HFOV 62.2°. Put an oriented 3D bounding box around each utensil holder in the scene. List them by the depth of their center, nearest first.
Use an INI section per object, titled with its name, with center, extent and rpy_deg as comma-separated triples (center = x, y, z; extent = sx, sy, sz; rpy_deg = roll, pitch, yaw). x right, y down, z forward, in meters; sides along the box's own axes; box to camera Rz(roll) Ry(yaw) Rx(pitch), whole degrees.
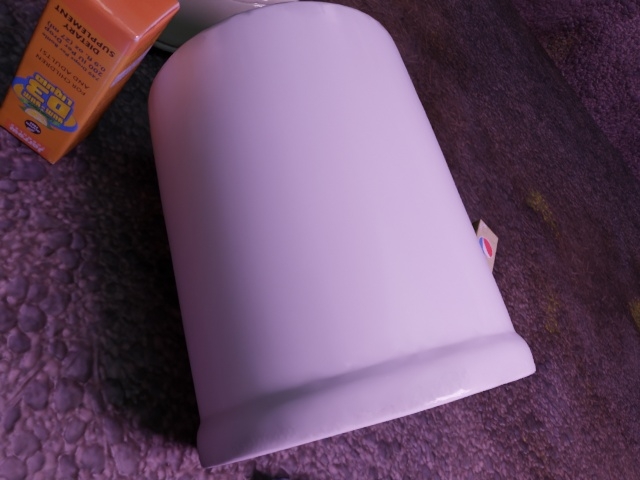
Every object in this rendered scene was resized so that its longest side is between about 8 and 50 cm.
[utensil holder]
center = 0.000, 0.000, 0.574
extent = 0.328, 0.328, 0.385
rpy_deg = 2, 66, -43

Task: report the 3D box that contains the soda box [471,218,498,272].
[soda box]
center = 0.290, 0.044, 1.019
extent = 0.061, 0.058, 0.181
rpy_deg = 44, 44, -16

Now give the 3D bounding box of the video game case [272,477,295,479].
[video game case]
center = 0.017, 0.408, 0.547
extent = 0.196, 0.026, 0.274
rpy_deg = 28, 52, -31

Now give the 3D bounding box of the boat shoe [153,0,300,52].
[boat shoe]
center = -0.170, -0.351, 0.773
extent = 0.340, 0.127, 0.113
rpy_deg = -12, 47, -39

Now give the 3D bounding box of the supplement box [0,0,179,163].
[supplement box]
center = -0.233, -0.167, 0.513
extent = 0.078, 0.233, 0.080
rpy_deg = 40, 49, -20
